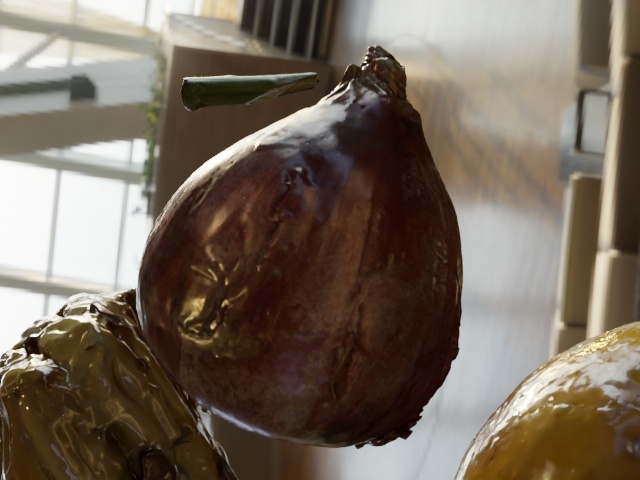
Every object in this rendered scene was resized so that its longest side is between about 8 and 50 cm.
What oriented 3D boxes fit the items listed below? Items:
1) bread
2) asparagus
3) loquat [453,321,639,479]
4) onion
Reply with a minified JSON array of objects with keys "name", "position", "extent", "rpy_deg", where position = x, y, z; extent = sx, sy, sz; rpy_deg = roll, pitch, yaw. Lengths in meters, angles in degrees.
[{"name":"bread","position":[-0.169,0.200,0.918],"extent":[0.314,0.191,0.370],"rpy_deg":[63,171,-11]},{"name":"asparagus","position":[-0.090,-0.195,1.466],"extent":[0.045,0.178,0.041],"rpy_deg":[-93,0,-65]},{"name":"loquat","position":[0.238,0.230,0.801],"extent":[0.359,0.328,0.329],"rpy_deg":[121,152,-72]},{"name":"onion","position":[0.000,0.000,0.545],"extent":[0.159,0.159,0.195],"rpy_deg":[-137,67,-74]}]
